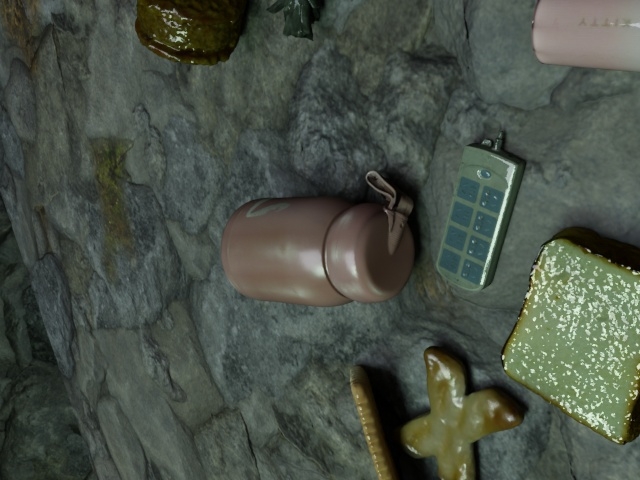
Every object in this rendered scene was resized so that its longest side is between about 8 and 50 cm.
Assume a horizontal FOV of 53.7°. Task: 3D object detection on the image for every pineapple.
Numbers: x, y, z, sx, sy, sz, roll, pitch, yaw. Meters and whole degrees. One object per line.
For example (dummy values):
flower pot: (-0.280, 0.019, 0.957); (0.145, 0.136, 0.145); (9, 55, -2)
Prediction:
pineapple: (-0.009, -0.403, 0.869); (0.128, 0.128, 0.248); (48, 137, 24)

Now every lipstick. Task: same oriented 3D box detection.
lipstick: (0.361, -0.191, 0.571); (0.326, 0.087, 0.087); (20, 118, 42)

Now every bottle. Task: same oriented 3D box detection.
bottle: (0.000, 0.000, 0.967); (0.296, 0.173, 0.207); (1, 70, 47)

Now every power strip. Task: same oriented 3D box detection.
power strip: (0.207, -0.034, 0.830); (0.080, 0.029, 0.227); (29, 123, 37)

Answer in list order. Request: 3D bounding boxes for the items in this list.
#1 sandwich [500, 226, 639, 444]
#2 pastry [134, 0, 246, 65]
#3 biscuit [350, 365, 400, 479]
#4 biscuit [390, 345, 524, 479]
sandwich: (0.319, 0.106, 0.736); (0.186, 0.065, 0.215); (29, 124, 38)
pastry: (-0.213, -0.375, 1.041); (0.189, 0.188, 0.103); (46, 141, 26)
biscuit: (0.096, 0.331, 1.013); (0.160, 0.030, 0.250); (1, -109, -88)
biscuit: (0.195, 0.273, 0.937); (0.164, 0.047, 0.208); (36, 126, 29)
